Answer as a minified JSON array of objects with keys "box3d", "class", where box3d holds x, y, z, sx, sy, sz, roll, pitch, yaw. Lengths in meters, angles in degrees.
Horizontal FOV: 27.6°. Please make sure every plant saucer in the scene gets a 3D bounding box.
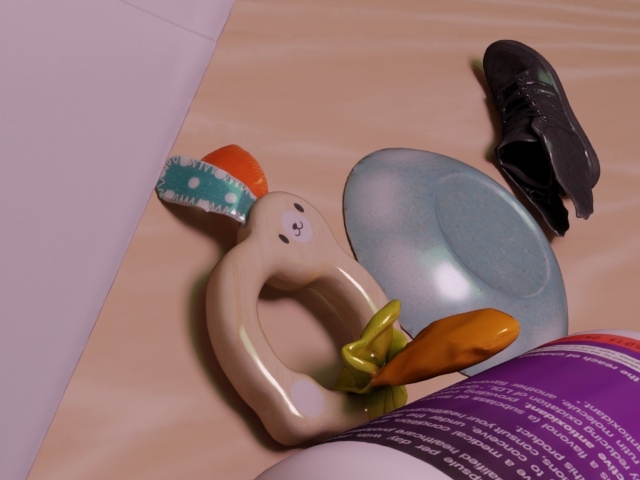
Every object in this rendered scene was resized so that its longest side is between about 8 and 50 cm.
[{"box3d":[0.104,0.005,0.872,0.195,0.037,0.195,26,41,-25],"class":"plant saucer"}]

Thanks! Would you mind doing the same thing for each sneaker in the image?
[{"box3d":[0.162,-0.083,0.996,0.089,0.051,0.170,-12,68,-53],"class":"sneaker"}]

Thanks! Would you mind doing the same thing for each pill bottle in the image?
[{"box3d":[0.074,0.157,0.584,0.323,0.181,0.181,-14,66,-48],"class":"pill bottle"}]

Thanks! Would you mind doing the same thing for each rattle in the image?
[{"box3d":[0.000,0.000,0.702,0.130,0.143,0.199,-7,65,-25],"class":"rattle"}]

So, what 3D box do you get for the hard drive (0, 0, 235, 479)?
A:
[{"box3d":[-0.173,0.012,0.410,0.203,0.307,0.040,20,8,-29],"class":"hard drive"}]
